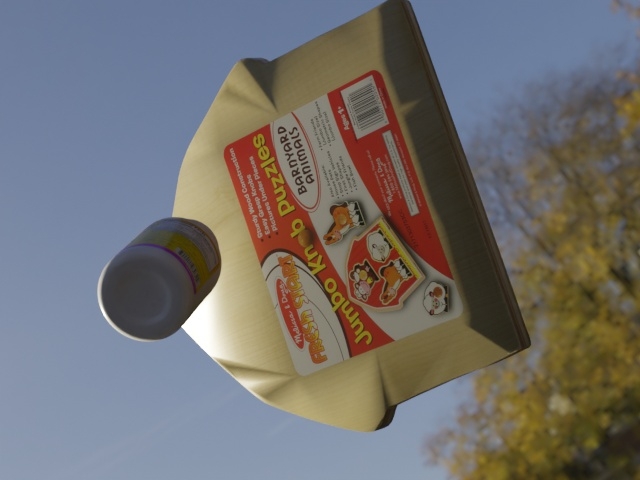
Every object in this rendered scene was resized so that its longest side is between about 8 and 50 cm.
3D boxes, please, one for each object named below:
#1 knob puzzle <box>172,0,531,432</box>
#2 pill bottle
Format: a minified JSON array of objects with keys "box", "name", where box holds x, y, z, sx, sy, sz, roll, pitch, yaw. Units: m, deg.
[{"box":[0.000,0.000,0.784,0.030,0.213,0.213,-11,-33,-53],"name":"knob puzzle"},{"box":[-0.070,0.014,0.737,0.043,0.043,0.083,-43,3,17],"name":"pill bottle"}]
